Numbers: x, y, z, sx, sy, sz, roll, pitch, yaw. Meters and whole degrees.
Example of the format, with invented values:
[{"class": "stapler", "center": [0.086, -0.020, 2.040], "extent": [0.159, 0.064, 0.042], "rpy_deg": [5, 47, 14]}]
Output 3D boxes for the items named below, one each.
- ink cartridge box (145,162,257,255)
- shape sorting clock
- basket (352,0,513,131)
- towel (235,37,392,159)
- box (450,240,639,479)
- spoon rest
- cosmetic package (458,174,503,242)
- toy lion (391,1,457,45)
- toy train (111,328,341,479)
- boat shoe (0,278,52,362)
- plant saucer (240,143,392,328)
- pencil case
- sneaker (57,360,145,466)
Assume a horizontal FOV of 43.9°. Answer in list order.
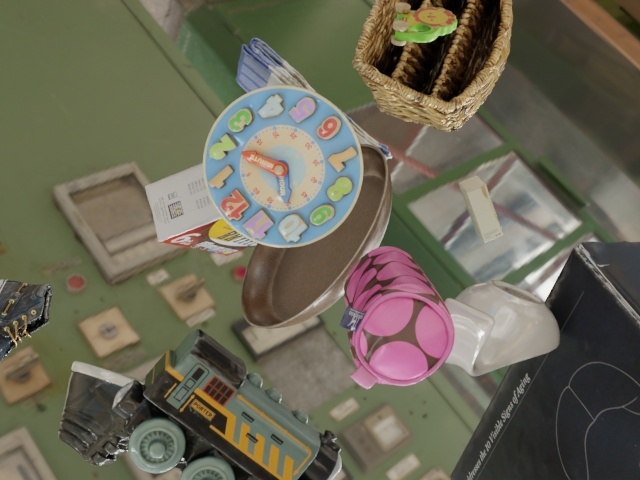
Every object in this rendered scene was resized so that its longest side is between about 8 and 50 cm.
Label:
[{"class": "ink cartridge box", "center": [-0.170, -0.080, 1.702], "extent": [0.271, 0.130, 0.309], "rpy_deg": [-20, 168, 17]}, {"class": "shape sorting clock", "center": [-0.048, -0.091, 1.005], "extent": [0.206, 0.206, 0.040], "rpy_deg": [-45, -177, 16]}, {"class": "basket", "center": [0.219, -0.368, 1.412], "extent": [0.299, 0.213, 0.223], "rpy_deg": [-66, 159, -6]}, {"class": "towel", "center": [-0.018, -0.204, 1.295], "extent": [0.034, 0.285, 0.209], "rpy_deg": [-51, -176, -10]}, {"class": "box", "center": [0.453, 0.328, 0.998], "extent": [0.297, 0.472, 0.480], "rpy_deg": [-1, 129, -25]}, {"class": "spoon rest", "center": [0.197, 0.101, 0.921], "extent": [0.276, 0.137, 0.084], "rpy_deg": [0, 114, -62]}, {"class": "cosmetic package", "center": [0.308, -0.061, 1.523], "extent": [0.041, 0.115, 0.060], "rpy_deg": [-23, -154, 2]}, {"class": "toy lion", "center": [0.158, -0.327, 1.200], "extent": [0.100, 0.096, 0.034], "rpy_deg": [-78, 173, -49]}, {"class": "toy train", "center": [-0.126, 0.280, 1.128], "extent": [0.190, 0.334, 0.142], "rpy_deg": [-50, -169, 0]}, {"class": "boat shoe", "center": [-0.435, 0.124, 1.116], "extent": [0.083, 0.183, 0.065], "rpy_deg": [1, 133, -4]}, {"class": "plant saucer", "center": [0.000, 0.000, 1.147], "extent": [0.310, 0.050, 0.311], "rpy_deg": [-41, -152, 28]}, {"class": "pencil case", "center": [0.064, 0.068, 0.763], "extent": [0.098, 0.095, 0.209], "rpy_deg": [-56, -177, 9]}, {"class": "sneaker", "center": [-0.287, 0.302, 1.269], "extent": [0.104, 0.295, 0.147], "rpy_deg": [54, 52, -70]}]
